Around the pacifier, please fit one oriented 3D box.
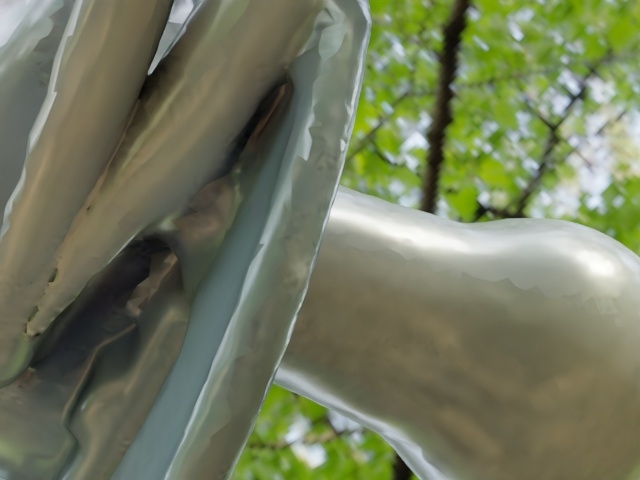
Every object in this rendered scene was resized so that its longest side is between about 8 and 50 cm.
[{"bbox_3d":[0.000,0.000,0.473,0.233,0.299,0.244,25,-62,-20],"label":"pacifier"}]
